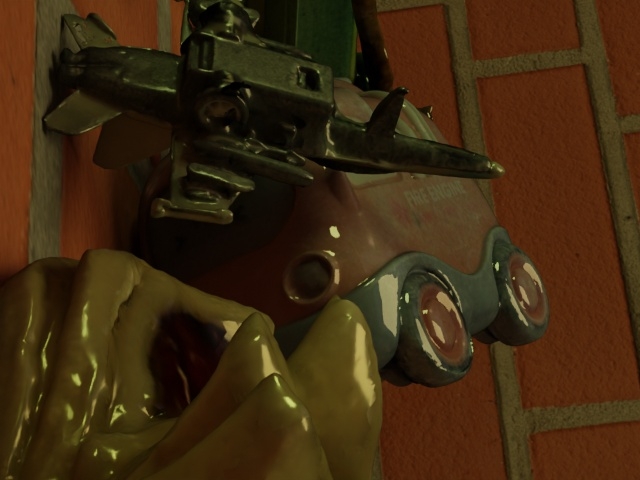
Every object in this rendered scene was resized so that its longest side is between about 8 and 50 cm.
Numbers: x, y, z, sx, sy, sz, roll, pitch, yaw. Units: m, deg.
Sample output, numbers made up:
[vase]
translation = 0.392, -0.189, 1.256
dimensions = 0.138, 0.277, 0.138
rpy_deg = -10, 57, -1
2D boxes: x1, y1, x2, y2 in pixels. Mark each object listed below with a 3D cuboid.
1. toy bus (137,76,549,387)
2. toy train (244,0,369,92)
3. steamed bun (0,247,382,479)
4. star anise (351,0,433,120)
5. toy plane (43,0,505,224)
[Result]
[toy bus]
translation = 0.000, 0.000, 0.928
dimensions = 0.294, 0.197, 0.232
rpy_deg = -13, 81, -58
[toy train]
translation = -0.033, -0.240, 1.293
dimensions = 0.237, 0.150, 0.369
rpy_deg = 51, -32, 43
[steamed bun]
translation = -0.045, 0.170, 0.531
dimensions = 0.247, 0.189, 0.428
rpy_deg = 59, 24, -60
[star anise]
translation = 0.004, -0.057, 1.156
dimensions = 0.109, 0.292, 0.349
rpy_deg = -31, 115, -42
[toy plane]
translation = -0.017, -0.074, 0.774
dimensions = 0.088, 0.262, 0.192
rpy_deg = 103, -11, -46
